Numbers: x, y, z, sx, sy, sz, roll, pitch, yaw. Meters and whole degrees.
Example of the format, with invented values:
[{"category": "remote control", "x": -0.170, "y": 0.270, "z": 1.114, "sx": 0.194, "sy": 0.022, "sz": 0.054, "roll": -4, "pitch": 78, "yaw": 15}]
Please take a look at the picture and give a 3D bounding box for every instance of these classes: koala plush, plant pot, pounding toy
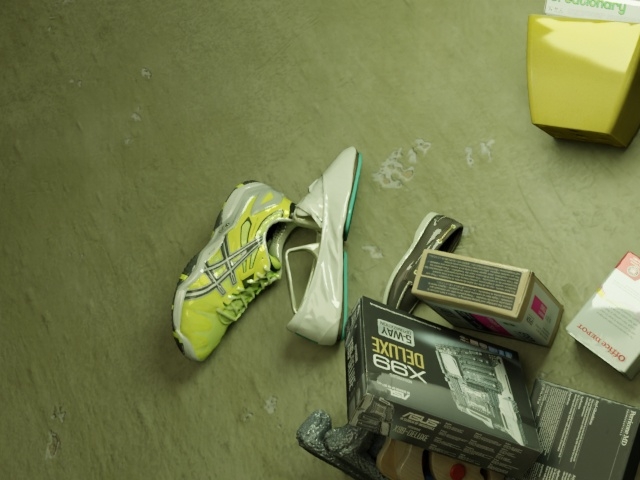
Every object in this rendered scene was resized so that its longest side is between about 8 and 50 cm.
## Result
[{"category": "koala plush", "x": 0.110, "y": 0.312, "z": 1.859, "sx": 0.221, "sy": 0.203, "sz": 0.196, "roll": -60, "pitch": 21, "yaw": -17}, {"category": "plant pot", "x": 0.481, "y": -0.276, "z": 1.885, "sx": 0.212, "sy": 0.212, "sz": 0.187, "roll": 12, "pitch": 89, "yaw": 29}, {"category": "pounding toy", "x": 0.233, "y": 0.394, "z": 1.739, "sx": 0.154, "sy": 0.269, "sz": 0.155, "roll": -49, "pitch": 22, "yaw": -16}]

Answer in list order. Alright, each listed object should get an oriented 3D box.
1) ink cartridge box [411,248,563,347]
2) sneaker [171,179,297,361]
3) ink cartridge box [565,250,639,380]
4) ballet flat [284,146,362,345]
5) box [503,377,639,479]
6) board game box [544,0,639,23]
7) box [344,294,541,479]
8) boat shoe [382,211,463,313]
[{"category": "ink cartridge box", "x": 0.288, "y": 0.101, "z": 1.811, "sx": 0.193, "sy": 0.235, "sz": 0.088, "roll": 13, "pitch": 78, "yaw": 30}, {"category": "sneaker", "x": -0.167, "y": 0.066, "z": 2.097, "sx": 0.147, "sy": 0.145, "sz": 0.384, "roll": 20, "pitch": 82, "yaw": 30}, {"category": "ink cartridge box", "x": 0.520, "y": 0.128, "z": 1.783, "sx": 0.127, "sy": 0.072, "sz": 0.175, "roll": 40, "pitch": 91, "yaw": 31}, {"category": "ballet flat", "x": 0.000, "y": 0.000, "z": 2.034, "sx": 0.139, "sy": 0.139, "sz": 0.400, "roll": -1, "pitch": 74, "yaw": 25}, {"category": "box", "x": 0.409, "y": 0.380, "z": 1.727, "sx": 0.184, "sy": 0.103, "sz": 0.261, "roll": 14, "pitch": 77, "yaw": 32}, {"category": "board game box", "x": 0.579, "y": -0.409, "z": 1.889, "sx": 0.305, "sy": 0.193, "sz": 0.053, "roll": 17, "pitch": 112, "yaw": 29}, {"category": "box", "x": 0.190, "y": 0.236, "z": 1.717, "sx": 0.242, "sy": 0.308, "sz": 0.076, "roll": -89, "pitch": 24, "yaw": -57}, {"category": "boat shoe", "x": 0.189, "y": 0.055, "z": 1.964, "sx": 0.069, "sy": 0.081, "sz": 0.227, "roll": 21, "pitch": 79, "yaw": 34}]
